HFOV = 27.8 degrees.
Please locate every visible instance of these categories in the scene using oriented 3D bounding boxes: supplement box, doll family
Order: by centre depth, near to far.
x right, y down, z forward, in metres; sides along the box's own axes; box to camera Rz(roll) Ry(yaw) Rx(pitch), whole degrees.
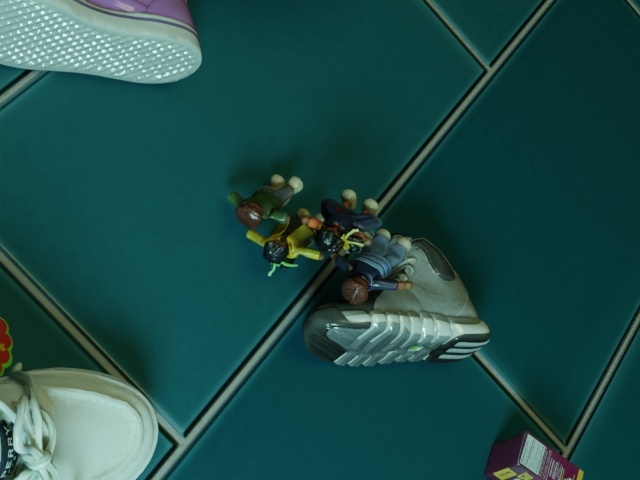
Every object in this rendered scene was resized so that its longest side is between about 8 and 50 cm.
[{"bbox_3d":[0.000,0.000,1.239,0.111,0.193,0.076,-44,141,-59],"label":"doll family"},{"bbox_3d":[0.220,0.240,1.326,0.083,0.055,0.043,36,52,-16],"label":"supplement box"}]

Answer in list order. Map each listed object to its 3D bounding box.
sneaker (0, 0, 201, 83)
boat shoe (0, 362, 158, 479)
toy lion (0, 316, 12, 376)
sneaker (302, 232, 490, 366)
[{"bbox_3d":[-0.247,-0.244,1.200,0.282,0.102,0.161,9,59,-45],"label":"sneaker"},{"bbox_3d":[-0.244,0.155,0.935,0.367,0.156,0.136,2,80,-43],"label":"boat shoe"},{"bbox_3d":[-0.295,0.092,1.038,0.096,0.034,0.100,25,55,-34],"label":"toy lion"},{"bbox_3d":[0.062,0.052,1.295,0.228,0.086,0.132,8,55,-40],"label":"sneaker"}]
